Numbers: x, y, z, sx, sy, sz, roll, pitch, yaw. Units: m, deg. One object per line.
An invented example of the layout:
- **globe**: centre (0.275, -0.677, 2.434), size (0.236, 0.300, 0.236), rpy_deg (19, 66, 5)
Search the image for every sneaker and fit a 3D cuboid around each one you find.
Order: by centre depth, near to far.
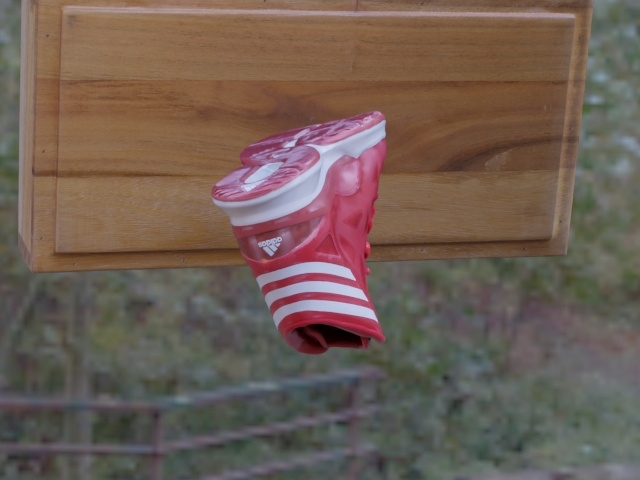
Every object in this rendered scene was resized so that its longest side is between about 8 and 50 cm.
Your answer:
- **sneaker**: centre (0.000, 0.000, 1.113), size (0.087, 0.128, 0.221), rpy_deg (-11, 11, 23)

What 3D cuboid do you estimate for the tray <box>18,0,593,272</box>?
- **tray**: centre (-0.009, -0.087, 1.318), size (0.411, 0.203, 0.076), rpy_deg (-2, 18, -19)
